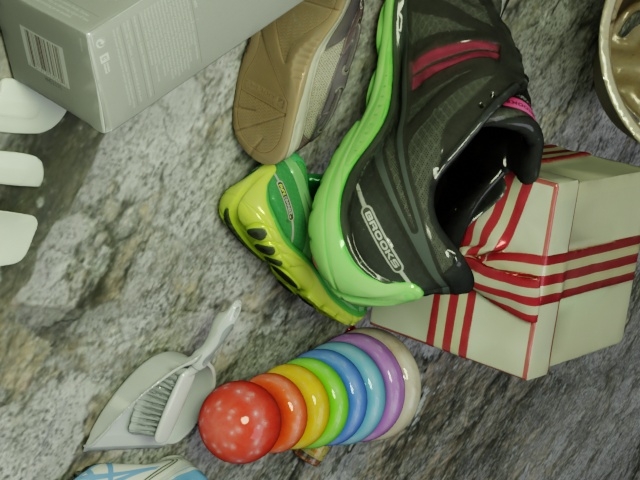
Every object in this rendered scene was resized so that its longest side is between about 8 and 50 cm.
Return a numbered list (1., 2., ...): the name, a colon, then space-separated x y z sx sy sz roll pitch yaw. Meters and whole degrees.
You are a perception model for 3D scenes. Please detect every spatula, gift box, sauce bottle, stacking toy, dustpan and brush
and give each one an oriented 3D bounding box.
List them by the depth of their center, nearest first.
1. spatula: -0.305 -0.055 1.142 0.242 0.019 0.168 0 117 -56
2. dustpan and brush: -0.147 0.144 1.501 0.147 0.060 0.211 10 108 -57
3. stacking toy: -0.022 0.183 1.629 0.330 0.141 0.141 -4 120 -56
4. gift box: 0.205 -0.012 1.646 0.258 0.255 0.276 -12 108 -49
5. sauce bottle: 0.012 0.226 1.823 0.128 0.042 0.042 -60 149 -2

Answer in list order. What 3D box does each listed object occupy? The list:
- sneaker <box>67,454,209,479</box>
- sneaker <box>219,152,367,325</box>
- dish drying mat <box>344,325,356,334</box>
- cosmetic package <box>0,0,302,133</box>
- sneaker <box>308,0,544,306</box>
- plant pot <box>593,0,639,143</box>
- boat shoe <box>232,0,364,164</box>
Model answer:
1. sneaker: -0.202 0.285 1.522 0.237 0.086 0.085 -6 123 -52
2. sneaker: 0.000 0.000 1.542 0.123 0.109 0.295 -51 148 -8
3. dish drying mat: 0.046 0.136 1.824 0.032 0.008 0.083 -54 149 -10
4. cosmetic package: -0.132 -0.204 1.159 0.238 0.127 0.107 -35 139 -31
5. sneaker: 0.149 -0.142 1.481 0.185 0.202 0.483 49 54 -57
6. plant pot: 0.490 -0.232 1.817 0.334 0.334 0.305 -59 -179 0
7. boat shoe: -0.008 -0.207 1.368 0.092 0.103 0.285 -26 140 -50
